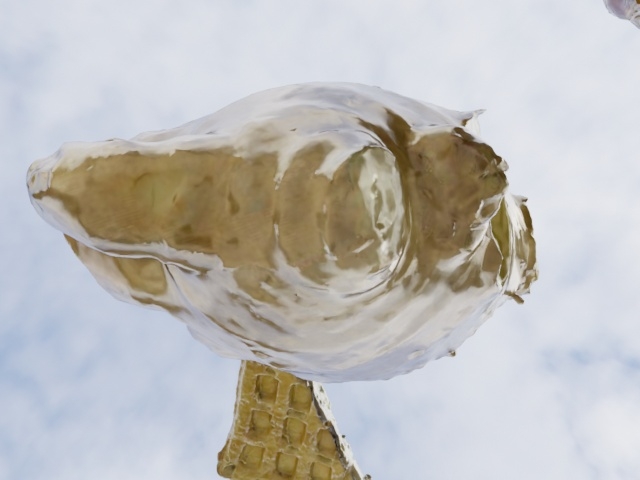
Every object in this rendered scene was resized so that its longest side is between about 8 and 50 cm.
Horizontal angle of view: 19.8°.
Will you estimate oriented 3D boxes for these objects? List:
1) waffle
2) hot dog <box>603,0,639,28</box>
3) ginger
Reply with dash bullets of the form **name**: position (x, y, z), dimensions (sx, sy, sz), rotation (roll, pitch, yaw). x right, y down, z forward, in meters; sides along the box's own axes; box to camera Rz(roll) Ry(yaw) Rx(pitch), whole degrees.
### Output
- **waffle**: position (-0.005, 0.089, 1.064), dimensions (0.097, 0.023, 0.153), rotation (13, -57, 4)
- **hot dog**: position (0.254, -0.270, 0.630), dimensions (0.367, 0.196, 0.365), rotation (-11, -85, -2)
- **ginger**: position (0.000, 0.000, 0.646), dimensions (0.157, 0.216, 0.102), rotation (-10, -101, 17)
